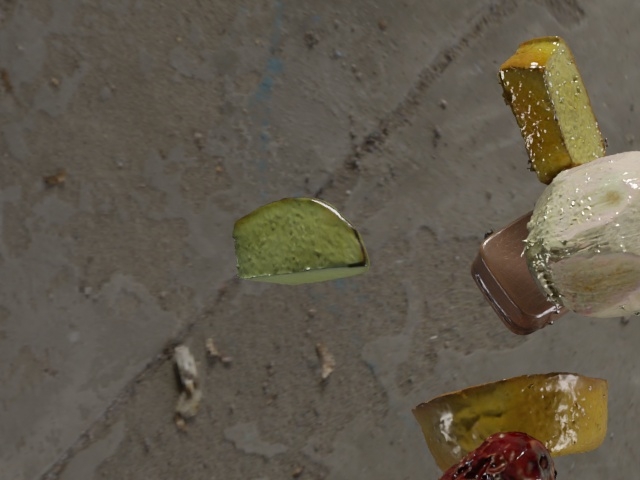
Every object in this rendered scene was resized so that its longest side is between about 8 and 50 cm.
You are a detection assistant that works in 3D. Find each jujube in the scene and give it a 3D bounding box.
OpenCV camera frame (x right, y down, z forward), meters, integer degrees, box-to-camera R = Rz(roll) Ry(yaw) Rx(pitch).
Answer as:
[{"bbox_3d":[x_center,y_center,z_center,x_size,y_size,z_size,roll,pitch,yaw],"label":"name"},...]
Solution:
[{"bbox_3d":[0.188,0.265,1.087,0.166,0.104,0.104,-34,76,47],"label":"jujube"}]

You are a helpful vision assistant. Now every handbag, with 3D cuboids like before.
[{"bbox_3d":[0.304,0.027,1.352,0.193,0.072,0.151,-32,68,-19],"label":"handbag"}]

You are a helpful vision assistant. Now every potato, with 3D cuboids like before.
[{"bbox_3d":[0.000,0.000,1.045,0.149,0.120,0.081,-7,83,26],"label":"potato"}]

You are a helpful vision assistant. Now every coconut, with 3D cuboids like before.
[{"bbox_3d":[0.332,-0.006,1.102,0.194,0.194,0.194,0,89,20],"label":"coconut"}]

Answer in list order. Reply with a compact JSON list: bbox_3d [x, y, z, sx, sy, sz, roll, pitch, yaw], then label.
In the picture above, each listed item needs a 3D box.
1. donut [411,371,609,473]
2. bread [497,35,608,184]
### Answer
[{"bbox_3d":[0.264,0.248,1.338,0.277,0.277,0.108,-17,74,19],"label":"donut"},{"bbox_3d":[0.279,-0.148,1.183,0.065,0.103,0.187,-9,107,42],"label":"bread"}]
